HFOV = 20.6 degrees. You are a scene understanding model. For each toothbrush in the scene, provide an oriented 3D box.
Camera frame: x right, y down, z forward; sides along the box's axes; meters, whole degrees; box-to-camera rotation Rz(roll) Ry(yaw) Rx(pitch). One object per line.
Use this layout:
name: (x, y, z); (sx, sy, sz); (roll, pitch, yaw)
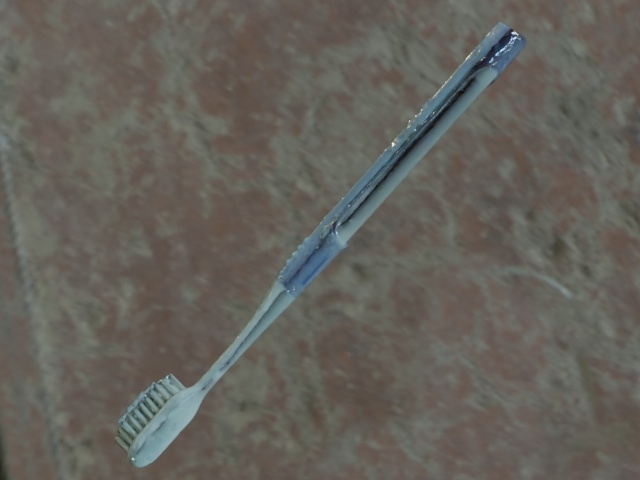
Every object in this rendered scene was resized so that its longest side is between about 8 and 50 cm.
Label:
toothbrush: (0.000, 0.000, 0.667); (0.219, 0.016, 0.019); (-48, 51, -2)
